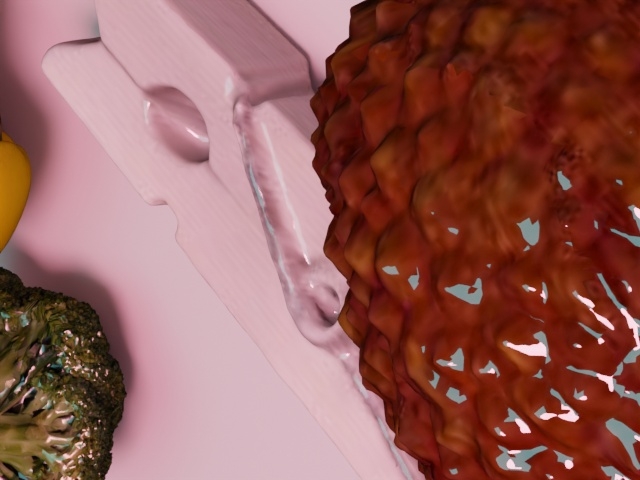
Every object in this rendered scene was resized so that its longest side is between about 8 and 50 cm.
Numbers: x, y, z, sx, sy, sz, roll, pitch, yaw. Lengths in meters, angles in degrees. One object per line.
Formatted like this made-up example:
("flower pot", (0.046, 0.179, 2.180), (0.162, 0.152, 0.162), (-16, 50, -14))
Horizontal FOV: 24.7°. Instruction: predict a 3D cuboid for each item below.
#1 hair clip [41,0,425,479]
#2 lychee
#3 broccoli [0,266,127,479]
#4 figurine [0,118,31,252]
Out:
("hair clip", (0.003, -0.001, 0.652), (0.331, 0.085, 0.101), (49, 128, 21))
("lychee", (0.113, -0.009, 0.473), (0.236, 0.236, 0.271), (-52, 56, 39))
("broccoli", (-0.175, 0.098, 0.790), (0.146, 0.138, 0.162), (13, 96, 45))
("figurine", (-0.240, -0.127, 0.733), (0.215, 0.187, 0.344), (33, 124, 57))
